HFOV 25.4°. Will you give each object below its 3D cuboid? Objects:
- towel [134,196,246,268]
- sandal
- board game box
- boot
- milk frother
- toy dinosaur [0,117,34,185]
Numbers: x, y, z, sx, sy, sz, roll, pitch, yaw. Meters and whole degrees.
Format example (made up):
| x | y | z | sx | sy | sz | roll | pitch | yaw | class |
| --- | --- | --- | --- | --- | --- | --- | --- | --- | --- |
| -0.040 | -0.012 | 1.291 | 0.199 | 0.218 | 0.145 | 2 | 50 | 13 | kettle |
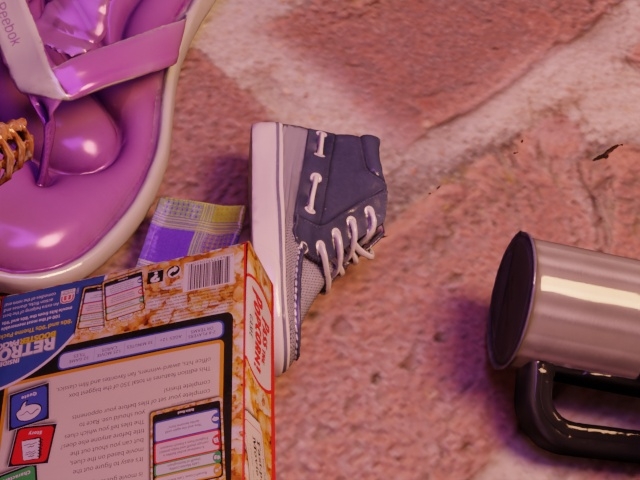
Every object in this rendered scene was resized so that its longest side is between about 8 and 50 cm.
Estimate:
| x | y | z | sx | sy | sz | roll | pitch | yaw | class |
| --- | --- | --- | --- | --- | --- | --- | --- | --- | --- |
| -0.081 | 0.011 | 0.837 | 0.060 | 0.009 | 0.083 | 9 | 61 | 18 | towel |
| -0.155 | -0.147 | 0.909 | 0.169 | 0.102 | 0.416 | 16 | 49 | -1 | sandal |
| -0.098 | 0.101 | 0.714 | 0.146 | 0.045 | 0.193 | -12 | 49 | 13 | board game box |
| 0.000 | 0.000 | 0.847 | 0.086 | 0.069 | 0.190 | 3 | 49 | -5 | boot |
| 0.180 | 0.050 | 0.803 | 0.134 | 0.143 | 0.129 | 11 | 56 | -8 | milk frother |
| -0.228 | 0.054 | 0.646 | 0.322 | 0.218 | 0.164 | -29 | 62 | -34 | toy dinosaur |
